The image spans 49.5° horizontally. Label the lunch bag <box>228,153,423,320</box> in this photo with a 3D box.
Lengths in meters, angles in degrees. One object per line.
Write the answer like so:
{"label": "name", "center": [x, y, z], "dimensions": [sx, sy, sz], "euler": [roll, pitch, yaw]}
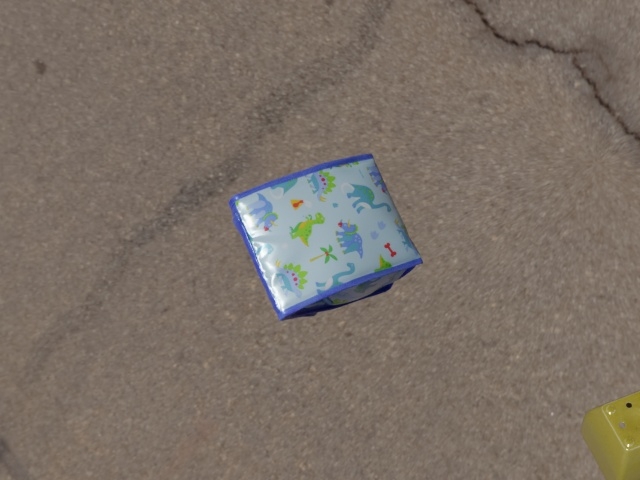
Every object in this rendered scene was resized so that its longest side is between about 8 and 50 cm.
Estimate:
{"label": "lunch bag", "center": [0.000, 0.000, 0.672], "dimensions": [0.129, 0.151, 0.096], "euler": [64, 147, 16]}

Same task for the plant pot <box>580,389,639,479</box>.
{"label": "plant pot", "center": [0.305, 0.188, 0.671], "dimensions": [0.081, 0.083, 0.081], "euler": [-23, 48, 6]}
